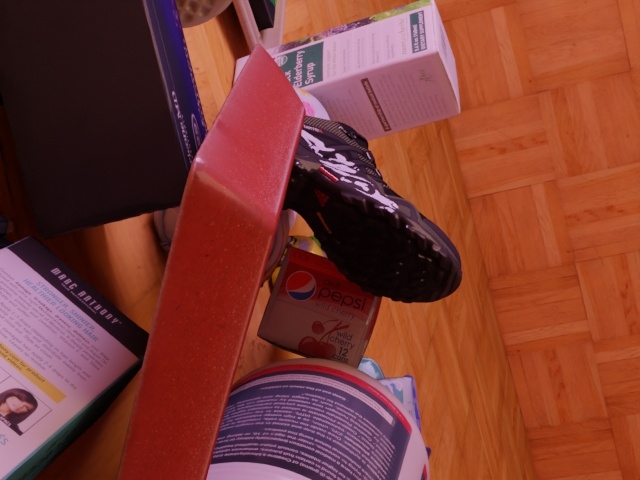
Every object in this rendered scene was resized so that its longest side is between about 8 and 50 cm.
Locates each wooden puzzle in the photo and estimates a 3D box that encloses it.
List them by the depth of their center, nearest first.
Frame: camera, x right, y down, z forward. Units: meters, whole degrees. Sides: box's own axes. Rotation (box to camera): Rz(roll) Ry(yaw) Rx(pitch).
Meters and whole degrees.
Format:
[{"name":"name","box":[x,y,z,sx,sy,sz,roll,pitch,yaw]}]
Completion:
[{"name":"wooden puzzle","box":[-0.088,-0.348,1.127,0.221,0.044,0.239,-89,159,-51]}]

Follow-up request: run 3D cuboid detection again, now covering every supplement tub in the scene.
[{"name":"supplement tub","box":[-0.030,0.215,0.688,0.272,0.191,0.191,-50,126,-70]}]

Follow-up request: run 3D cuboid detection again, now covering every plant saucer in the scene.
[{"name":"plant saucer","box":[-0.062,0.035,0.590,0.258,0.047,0.259,-81,-172,-66]}]

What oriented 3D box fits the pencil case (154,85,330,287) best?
[{"name":"pencil case","box":[-0.060,-0.060,0.917,0.124,0.113,0.273,54,22,-16]}]

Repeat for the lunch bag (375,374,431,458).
[{"name":"lunch bag","box":[0.050,0.231,1.073,0.128,0.096,0.151,0,83,-48]}]

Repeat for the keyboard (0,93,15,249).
[{"name":"keyboard","box":[-0.240,-0.066,0.473,0.317,0.033,0.202,-47,118,-69]}]

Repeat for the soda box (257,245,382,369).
[{"name":"soda box","box":[0.005,0.073,0.921,0.263,0.092,0.084,80,29,-82]}]

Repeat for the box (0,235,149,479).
[{"name":"box","box":[-0.174,0.077,0.459,0.100,0.060,0.244,40,19,2]}]

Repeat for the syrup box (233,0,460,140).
[{"name":"syrup box","box":[0.026,-0.168,1.065,0.096,0.236,0.093,59,24,-44]}]

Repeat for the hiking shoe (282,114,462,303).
[{"name":"hiking shoe","box":[0.027,-0.044,0.776,0.226,0.086,0.114,37,40,-10]}]

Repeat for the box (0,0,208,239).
[{"name":"box","box":[-0.148,-0.144,0.636,0.184,0.103,0.261,-78,155,-84]}]

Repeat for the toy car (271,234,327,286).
[{"name":"toy car","box":[0.000,0.000,1.187,0.225,0.053,0.239,52,30,-56]}]

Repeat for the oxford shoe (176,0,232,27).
[{"name":"oxford shoe","box":[-0.162,-0.393,0.767,0.130,0.169,0.450,-115,-174,-69]}]

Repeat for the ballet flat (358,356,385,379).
[{"name":"ballet flat","box":[0.047,0.248,1.179,0.068,0.072,0.213,104,-14,-59]}]
